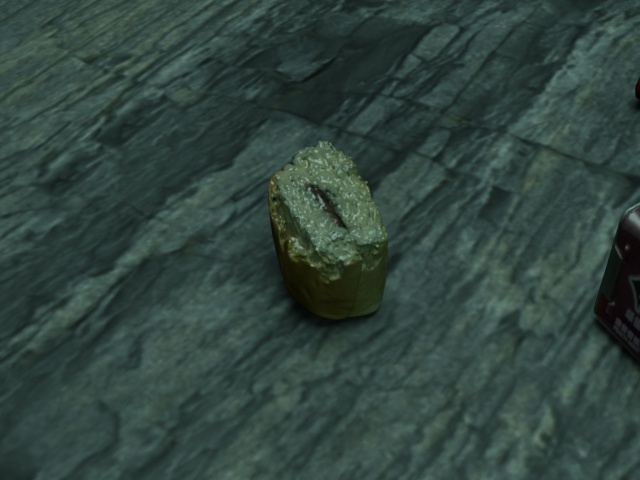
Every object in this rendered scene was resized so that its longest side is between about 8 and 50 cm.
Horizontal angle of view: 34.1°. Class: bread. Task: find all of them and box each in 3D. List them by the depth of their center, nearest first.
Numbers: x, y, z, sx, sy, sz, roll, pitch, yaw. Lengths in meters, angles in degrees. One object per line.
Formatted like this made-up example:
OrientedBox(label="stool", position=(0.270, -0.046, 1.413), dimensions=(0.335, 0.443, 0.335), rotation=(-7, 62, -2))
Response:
OrientedBox(label="bread", position=(0.000, -0.001, 0.823), dimensions=(0.082, 0.106, 0.125), rotation=(-13, 48, -21))

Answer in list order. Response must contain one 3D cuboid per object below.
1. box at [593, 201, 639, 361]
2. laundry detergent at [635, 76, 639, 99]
OrientedBox(label="box", position=(0.291, 0.077, 0.723), dimensions=(0.069, 0.120, 0.224), rotation=(-17, 44, -21))
OrientedBox(label="laundry detergent", position=(0.384, -0.129, 0.990), dimensions=(0.165, 0.049, 0.097), rotation=(24, 42, 26))
